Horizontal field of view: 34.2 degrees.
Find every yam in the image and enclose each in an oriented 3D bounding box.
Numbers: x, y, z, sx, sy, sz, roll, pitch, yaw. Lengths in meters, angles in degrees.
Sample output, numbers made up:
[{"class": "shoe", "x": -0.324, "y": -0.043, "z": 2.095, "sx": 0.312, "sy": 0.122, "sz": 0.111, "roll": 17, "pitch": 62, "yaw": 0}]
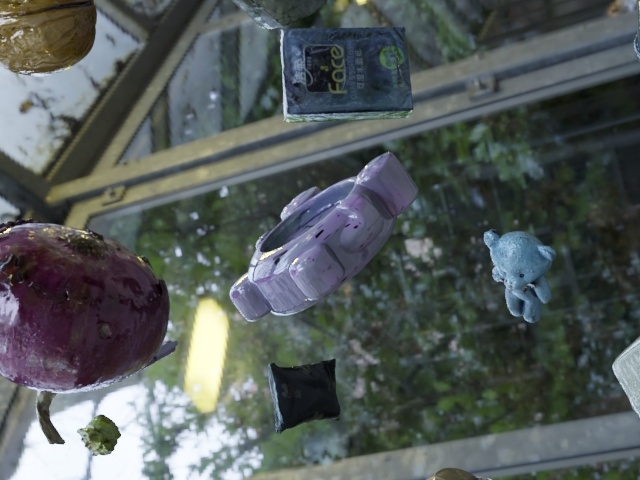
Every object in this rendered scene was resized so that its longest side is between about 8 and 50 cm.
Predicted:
[{"class": "yam", "x": -0.111, "y": -0.463, "z": 1.707, "sx": 0.254, "sy": 0.154, "sz": 0.154, "roll": 47, "pitch": -146, "yaw": -33}]

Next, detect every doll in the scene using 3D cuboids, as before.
[{"class": "doll", "x": 0.313, "y": 0.064, "z": 1.643, "sx": 0.075, "sy": 0.120, "sz": 0.180, "roll": -45, "pitch": -40, "yaw": -43}]

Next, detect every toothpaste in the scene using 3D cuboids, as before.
[{"class": "toothpaste", "x": -0.348, "y": 0.241, "z": 2.118, "sx": 0.028, "sy": 0.045, "sz": 0.170, "roll": 42, "pitch": -145, "yaw": 13}]

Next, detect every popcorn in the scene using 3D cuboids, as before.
[{"class": "popcorn", "x": -0.363, "y": 0.316, "z": 1.690, "sx": 0.083, "sy": 0.059, "sz": 0.068, "roll": 30, "pitch": -134, "yaw": -63}]

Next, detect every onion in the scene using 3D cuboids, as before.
[{"class": "onion", "x": -0.452, "y": 0.122, "z": 1.761, "sx": 0.358, "sy": 0.345, "sz": 0.358, "roll": 43, "pitch": -167, "yaw": -12}]

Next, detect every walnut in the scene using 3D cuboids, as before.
[{"class": "walnut", "x": -0.392, "y": -0.300, "z": 1.441, "sx": 0.144, "sy": 0.180, "sz": 0.144, "roll": -9, "pitch": -90, "yaw": -79}]

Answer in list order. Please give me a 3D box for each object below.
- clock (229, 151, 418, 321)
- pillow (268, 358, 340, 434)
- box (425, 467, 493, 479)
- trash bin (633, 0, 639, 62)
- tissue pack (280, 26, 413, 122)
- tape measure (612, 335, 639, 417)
[{"class": "clock", "x": 0.000, "y": 0.000, "z": 1.811, "sx": 0.113, "sy": 0.295, "sz": 0.322, "roll": 53, "pitch": -131, "yaw": -14}, {"class": "pillow", "x": -0.022, "y": 0.211, "z": 1.438, "sx": 0.150, "sy": 0.048, "sz": 0.090, "roll": 2, "pitch": -119, "yaw": -56}, {"class": "box", "x": 0.190, "y": 0.401, "z": 1.572, "sx": 0.177, "sy": 0.111, "sz": 0.111, "roll": -13, "pitch": -91, "yaw": -55}, {"class": "trash bin", "x": 0.412, "y": -0.203, "z": 1.086, "sx": 0.177, "sy": 0.101, "sz": 0.236, "roll": 54, "pitch": -172, "yaw": 22}, {"class": "tissue pack", "x": 0.046, "y": -0.306, "z": 1.915, "sx": 0.073, "sy": 0.235, "sz": 0.173, "roll": 105, "pitch": 163, "yaw": -75}, {"class": "tape measure", "x": 0.422, "y": 0.068, "z": 0.944, "sx": 0.133, "sy": 0.271, "sz": 0.231, "roll": 65, "pitch": 155, "yaw": 19}]
